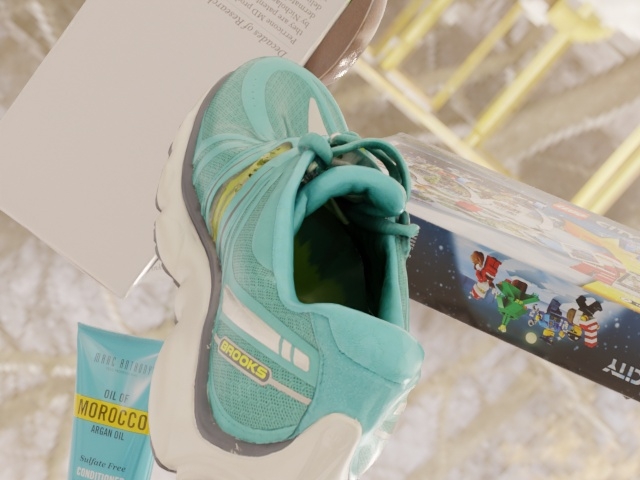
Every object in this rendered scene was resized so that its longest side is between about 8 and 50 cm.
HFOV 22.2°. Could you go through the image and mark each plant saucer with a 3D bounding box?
[{"bbox_3d":[0.018,-0.220,1.657,0.029,0.168,0.168,28,-168,-25],"label":"plant saucer"}]

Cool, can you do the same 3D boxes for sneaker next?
[{"bbox_3d":[0.000,0.000,0.667,0.107,0.110,0.275,25,-151,-21],"label":"sneaker"}]

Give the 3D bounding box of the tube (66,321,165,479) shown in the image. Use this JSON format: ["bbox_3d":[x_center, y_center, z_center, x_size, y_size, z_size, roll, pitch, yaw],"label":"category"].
[{"bbox_3d":[-0.151,0.166,1.169,0.080,0.207,0.052,11,-172,10],"label":"tube"}]

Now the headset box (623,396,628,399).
[{"bbox_3d":[0.217,0.065,1.145,0.062,0.032,0.083,49,-138,-16],"label":"headset box"}]

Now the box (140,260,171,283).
[{"bbox_3d":[-0.121,-0.067,1.466,0.181,0.182,0.119,-9,-170,-29],"label":"box"}]

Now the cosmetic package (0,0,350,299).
[{"bbox_3d":[-0.086,-0.158,1.205,0.155,0.365,0.197,36,-166,-4],"label":"cosmetic package"}]

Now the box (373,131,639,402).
[{"bbox_3d":[0.109,0.011,0.864,0.233,0.044,0.159,24,-163,19],"label":"box"}]
